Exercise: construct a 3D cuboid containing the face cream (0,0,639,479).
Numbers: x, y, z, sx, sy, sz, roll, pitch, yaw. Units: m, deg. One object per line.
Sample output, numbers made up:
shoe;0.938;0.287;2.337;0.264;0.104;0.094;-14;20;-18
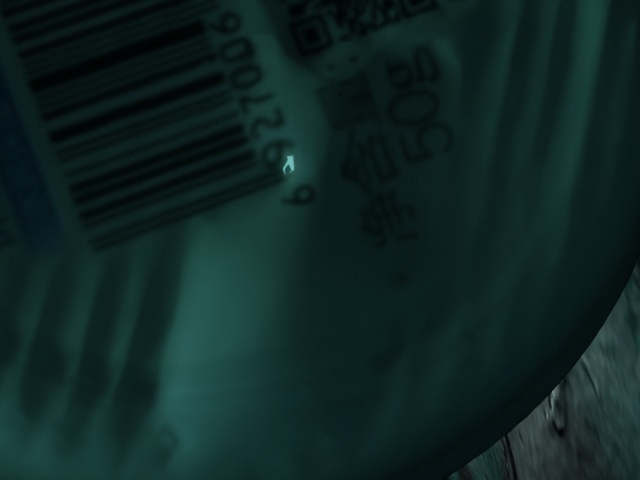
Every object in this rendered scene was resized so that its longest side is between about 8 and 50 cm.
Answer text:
face cream;-0.030;-0.037;0.371;0.111;0.206;0.206;143;114;-79
